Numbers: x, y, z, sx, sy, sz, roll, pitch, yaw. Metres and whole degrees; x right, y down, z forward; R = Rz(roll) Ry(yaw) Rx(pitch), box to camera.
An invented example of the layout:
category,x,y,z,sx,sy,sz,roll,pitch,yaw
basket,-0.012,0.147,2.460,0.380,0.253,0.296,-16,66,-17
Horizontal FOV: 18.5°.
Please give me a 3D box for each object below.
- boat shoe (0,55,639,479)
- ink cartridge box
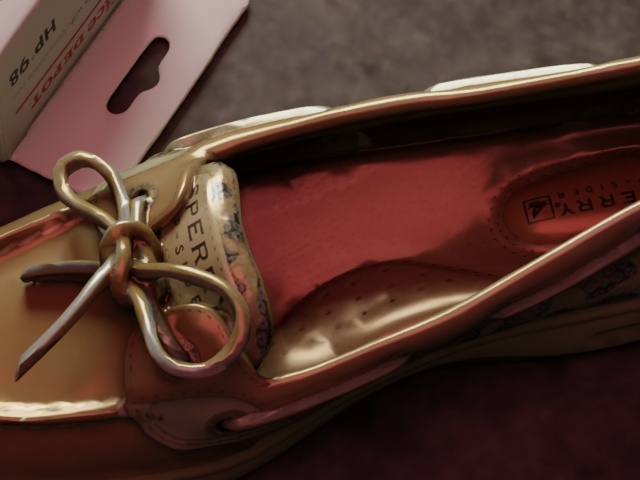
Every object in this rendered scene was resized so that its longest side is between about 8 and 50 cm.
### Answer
category,x,y,z,sx,sy,sz,roll,pitch,yaw
boat shoe,0.000,0.000,0.588,0.285,0.089,0.104,-17,66,-10
ink cartridge box,-0.123,-0.100,0.650,0.180,0.060,0.104,27,65,11
